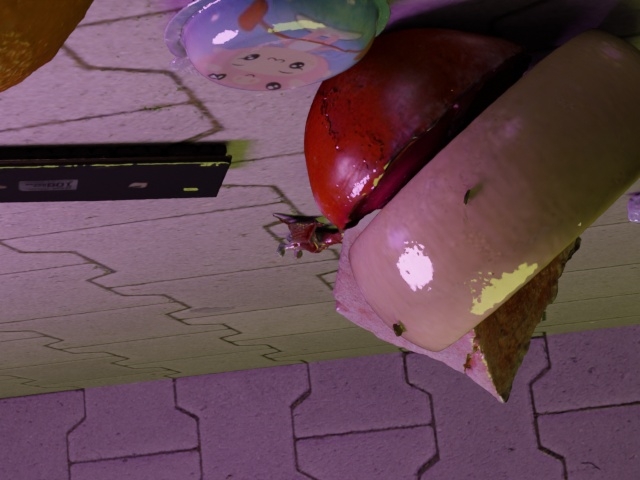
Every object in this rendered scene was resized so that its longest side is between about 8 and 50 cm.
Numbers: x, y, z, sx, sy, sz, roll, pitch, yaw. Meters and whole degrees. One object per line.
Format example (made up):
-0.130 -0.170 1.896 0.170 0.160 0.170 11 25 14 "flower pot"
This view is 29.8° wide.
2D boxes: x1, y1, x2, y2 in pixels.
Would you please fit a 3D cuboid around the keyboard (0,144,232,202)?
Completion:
-0.241 -0.058 1.064 0.317 0.027 0.106 -2 164 -16 "keyboard"

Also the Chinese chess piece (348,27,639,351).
0.140 -0.035 0.875 0.273 0.102 0.273 -42 175 -4 "Chinese chess piece"

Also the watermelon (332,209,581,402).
0.141 0.011 1.151 0.193 0.232 0.310 28 -161 15 "watermelon"

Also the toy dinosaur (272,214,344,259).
0.000 -0.001 1.438 0.108 0.032 0.220 -10 166 33 "toy dinosaur"

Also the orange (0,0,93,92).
-0.145 -0.133 0.350 0.206 0.206 0.206 -5 168 -1 "orange"

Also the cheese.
-0.006 -0.139 0.720 0.135 0.052 0.244 4 165 -38 "cheese"

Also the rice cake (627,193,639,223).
0.468 -0.034 1.477 0.226 0.040 0.085 6 164 -44 "rice cake"

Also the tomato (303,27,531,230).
0.055 -0.099 0.859 0.189 0.099 0.173 -40 172 -31 "tomato"
